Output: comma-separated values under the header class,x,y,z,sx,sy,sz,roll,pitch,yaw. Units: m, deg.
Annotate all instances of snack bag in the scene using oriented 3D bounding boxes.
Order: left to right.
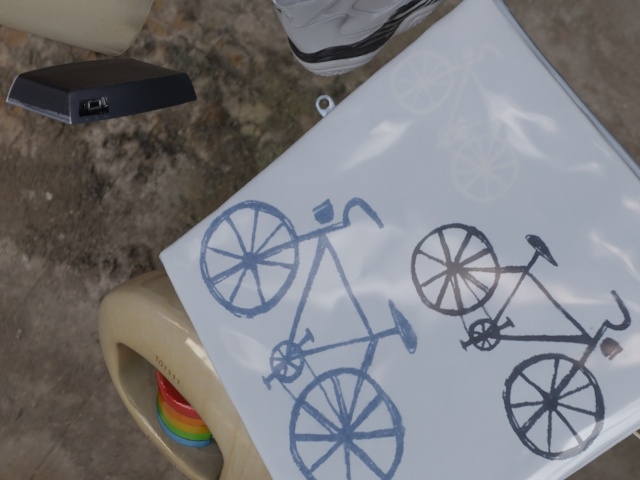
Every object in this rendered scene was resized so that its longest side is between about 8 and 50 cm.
class,x,y,z,sx,sy,sz,roll,pitch,yaw
snack bag,0.069,0.030,0.612,0.323,0.343,0.037,58,17,26

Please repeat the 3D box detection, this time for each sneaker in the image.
class,x,y,z,sx,sy,sz,roll,pitch,yaw
sneaker,0.084,-0.347,0.972,0.366,0.210,0.137,-39,65,10

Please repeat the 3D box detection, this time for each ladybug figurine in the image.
class,x,y,z,sx,sy,sz,roll,pitch,yaw
ladybug figurine,-0.130,0.169,1.093,0.305,0.449,0.162,43,62,10

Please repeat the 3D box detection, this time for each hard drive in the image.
class,x,y,z,sx,sy,sz,roll,pitch,yaw
hard drive,-0.335,-0.238,1.383,0.255,0.172,0.054,-23,126,-49

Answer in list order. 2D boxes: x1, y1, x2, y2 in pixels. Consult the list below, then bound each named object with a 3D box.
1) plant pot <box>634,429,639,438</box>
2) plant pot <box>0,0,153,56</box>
class,x,y,z,sx,sy,sz,roll,pitch,yaw
plant pot,0.252,0.072,0.663,0.109,0.109,0.096,40,24,-11
plant pot,-0.270,-0.278,0.633,0.274,0.256,0.256,2,70,-28
